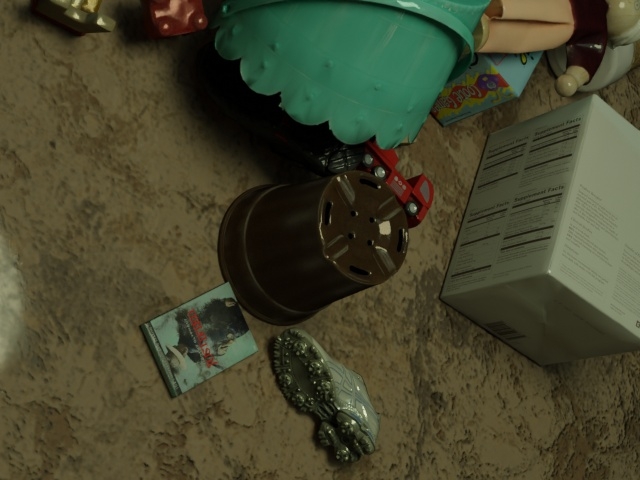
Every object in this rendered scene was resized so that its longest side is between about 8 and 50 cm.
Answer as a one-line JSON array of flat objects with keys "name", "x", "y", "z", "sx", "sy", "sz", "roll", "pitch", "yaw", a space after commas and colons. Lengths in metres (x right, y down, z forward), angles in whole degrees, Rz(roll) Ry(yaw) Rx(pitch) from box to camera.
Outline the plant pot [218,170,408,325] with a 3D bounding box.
[{"name": "plant pot", "x": 0.000, "y": 0.000, "z": 1.312, "sx": 0.167, "sy": 0.165, "sz": 0.167, "roll": 11, "pitch": 72, "yaw": -35}]

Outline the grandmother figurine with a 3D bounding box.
[{"name": "grandmother figurine", "x": 0.293, "y": -0.280, "z": 1.463, "sx": 0.342, "sy": 0.104, "sz": 0.208, "roll": -10, "pitch": 93, "yaw": -36}]

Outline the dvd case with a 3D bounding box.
[{"name": "dvd case", "x": -0.129, "y": 0.106, "z": 1.284, "sx": 0.119, "sy": 0.013, "sz": 0.087, "roll": -26, "pitch": 95, "yaw": -37}]

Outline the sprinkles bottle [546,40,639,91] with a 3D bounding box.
[{"name": "sprinkles bottle", "x": 0.489, "y": -0.329, "z": 1.788, "sx": 0.355, "sy": 0.121, "sz": 0.121, "roll": -27, "pitch": 96, "yaw": -39}]

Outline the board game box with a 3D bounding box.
[{"name": "board game box", "x": 0.145, "y": -0.303, "z": 1.508, "sx": 0.275, "sy": 0.142, "sz": 0.144, "roll": 45, "pitch": 55, "yaw": -19}]

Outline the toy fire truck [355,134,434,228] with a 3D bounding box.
[{"name": "toy fire truck", "x": 0.081, "y": -0.123, "z": 1.477, "sx": 0.192, "sy": 0.047, "sz": 0.135, "roll": 45, "pitch": 55, "yaw": -20}]

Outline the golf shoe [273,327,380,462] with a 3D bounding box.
[{"name": "golf shoe", "x": 0.010, "y": 0.166, "z": 1.356, "sx": 0.176, "sy": 0.069, "sz": 0.086, "roll": 60, "pitch": 33, "yaw": -13}]

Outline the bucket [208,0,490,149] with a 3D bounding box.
[{"name": "bucket", "x": 0.040, "y": -0.250, "z": 1.293, "sx": 0.281, "sy": 0.183, "sz": 0.281, "roll": 23, "pitch": 31, "yaw": -15}]

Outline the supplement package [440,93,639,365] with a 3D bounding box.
[{"name": "supplement package", "x": 0.319, "y": -0.007, "z": 1.531, "sx": 0.199, "sy": 0.198, "sz": 0.263, "roll": 33, "pitch": 61, "yaw": -26}]

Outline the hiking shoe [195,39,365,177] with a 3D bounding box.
[{"name": "hiking shoe", "x": -0.054, "y": -0.138, "z": 1.360, "sx": 0.227, "sy": 0.114, "sz": 0.086, "roll": 40, "pitch": 74, "yaw": 7}]

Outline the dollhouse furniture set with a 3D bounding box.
[{"name": "dollhouse furniture set", "x": -0.170, "y": -0.381, "z": 1.315, "sx": 0.201, "sy": 0.152, "sz": 0.374, "roll": 25, "pitch": 82, "yaw": -31}]
